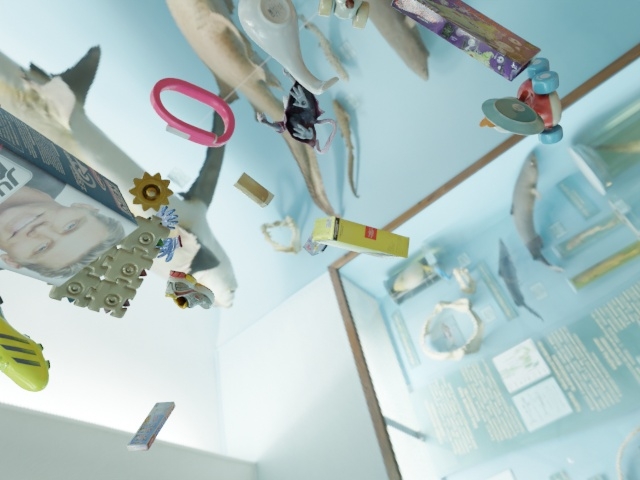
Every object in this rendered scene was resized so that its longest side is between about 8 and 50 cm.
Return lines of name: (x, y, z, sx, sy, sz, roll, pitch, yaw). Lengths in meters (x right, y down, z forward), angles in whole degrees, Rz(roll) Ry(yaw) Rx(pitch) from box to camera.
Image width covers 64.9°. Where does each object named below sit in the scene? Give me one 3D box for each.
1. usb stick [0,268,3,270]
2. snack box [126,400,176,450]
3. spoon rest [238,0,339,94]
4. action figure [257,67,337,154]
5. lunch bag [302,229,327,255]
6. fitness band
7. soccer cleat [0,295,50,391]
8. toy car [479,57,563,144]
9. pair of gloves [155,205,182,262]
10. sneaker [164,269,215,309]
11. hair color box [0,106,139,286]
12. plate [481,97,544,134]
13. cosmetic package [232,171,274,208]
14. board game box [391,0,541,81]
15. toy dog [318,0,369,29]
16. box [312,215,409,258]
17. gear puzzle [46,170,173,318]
usb stick: (-0.836, 0.049, 1.196, 0.045, 0.077, 0.278, 34, -151, 34)
snack box: (-0.489, 0.536, 1.463, 0.178, 0.064, 0.022, -66, -33, -65)
spoon rest: (-0.074, -0.445, 1.130, 0.276, 0.137, 0.084, 52, 159, -8)
action figure: (-0.070, -0.498, 1.902, 0.276, 0.248, 0.370, 28, -171, -14)
lunch bag: (0.000, 0.000, 1.432, 0.053, 0.071, 0.083, 42, -153, 14)
fitness band: (-0.413, -0.421, 1.646, 0.291, 0.054, 0.208, 19, -125, -32)
soccer cleat: (-0.666, 0.200, 1.014, 0.289, 0.093, 0.121, 49, -165, 6)
toy car: (0.620, -0.418, 1.594, 0.210, 0.238, 0.219, -83, -26, -49)
pair of gloves: (-0.568, -0.022, 1.850, 0.023, 0.159, 0.198, -8, -98, -55)
sneaker: (-0.398, 0.166, 1.512, 0.225, 0.088, 0.092, 53, -130, -58)
hair color box: (-0.433, -0.062, 0.697, 0.105, 0.174, 0.347, 54, -179, 23)
plate: (0.557, -0.366, 1.446, 0.188, 0.024, 0.188, 6, -134, -6)
cosmetic package: (-0.198, -0.147, 1.483, 0.115, 0.041, 0.060, 37, 162, -14)
board game box: (0.363, -0.524, 1.241, 0.347, 0.056, 0.208, 37, -141, 11)
toy dog: (0.093, -0.796, 1.475, 0.161, 0.220, 0.333, -118, 17, -67)
box: (0.100, -0.003, 1.202, 0.232, 0.087, 0.058, 14, -100, -32)
gear puzzle: (-0.421, -0.002, 1.048, 0.176, 0.338, 0.044, 25, -167, -32)
